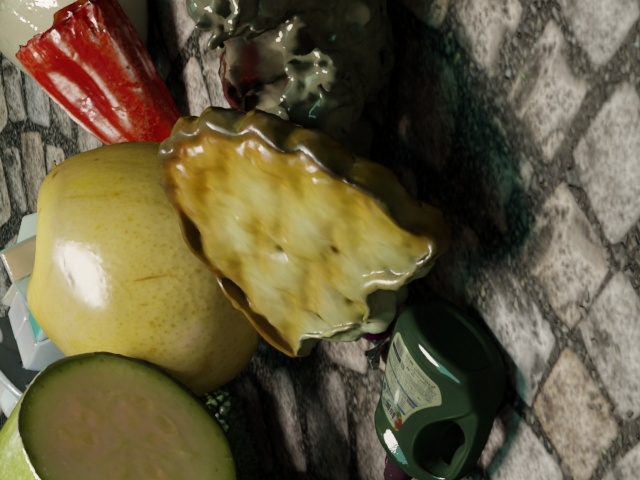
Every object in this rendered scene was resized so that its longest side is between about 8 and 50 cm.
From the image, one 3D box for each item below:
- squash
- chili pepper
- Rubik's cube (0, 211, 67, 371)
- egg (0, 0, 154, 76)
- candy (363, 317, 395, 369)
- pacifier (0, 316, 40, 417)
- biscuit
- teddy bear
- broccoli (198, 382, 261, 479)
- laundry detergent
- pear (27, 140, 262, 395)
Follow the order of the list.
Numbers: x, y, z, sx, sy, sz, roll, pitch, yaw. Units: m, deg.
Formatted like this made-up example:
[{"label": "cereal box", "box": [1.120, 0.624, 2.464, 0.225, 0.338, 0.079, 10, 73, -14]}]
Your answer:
[{"label": "squash", "box": [-0.281, 0.342, 1.837, 0.384, 0.263, 0.263, -55, 48, 33]}, {"label": "chili pepper", "box": [-0.269, -0.187, 2.174, 0.252, 0.144, 0.136, 57, 167, -14]}, {"label": "Rubik's cube", "box": [-0.316, 0.058, 2.251, 0.224, 0.265, 0.213, -59, 35, 26]}, {"label": "egg", "box": [-0.370, -0.339, 2.316, 0.337, 0.201, 0.337, 172, 90, -66]}, {"label": "candy", "box": [0.060, 0.058, 1.754, 0.043, 0.045, 0.175, 21, 121, 22]}, {"label": "pacifier", "box": [-0.366, 0.171, 2.516, 0.233, 0.244, 0.299, -57, 14, 12]}, {"label": "biscuit", "box": [0.000, 0.000, 1.628, 0.335, 0.078, 0.329, 7, 139, 40]}, {"label": "teddy bear", "box": [-0.043, -0.156, 1.716, 0.357, 0.225, 0.367, -124, 31, -65]}, {"label": "broccoli", "box": [-0.216, 0.258, 2.115, 0.249, 0.302, 0.375, -63, 24, 0]}, {"label": "laundry detergent", "box": [0.107, 0.173, 1.655, 0.144, 0.078, 0.221, 49, 140, 36]}, {"label": "pear", "box": [-0.194, 0.032, 1.951, 0.309, 0.309, 0.309, 29, 123, 58]}]
